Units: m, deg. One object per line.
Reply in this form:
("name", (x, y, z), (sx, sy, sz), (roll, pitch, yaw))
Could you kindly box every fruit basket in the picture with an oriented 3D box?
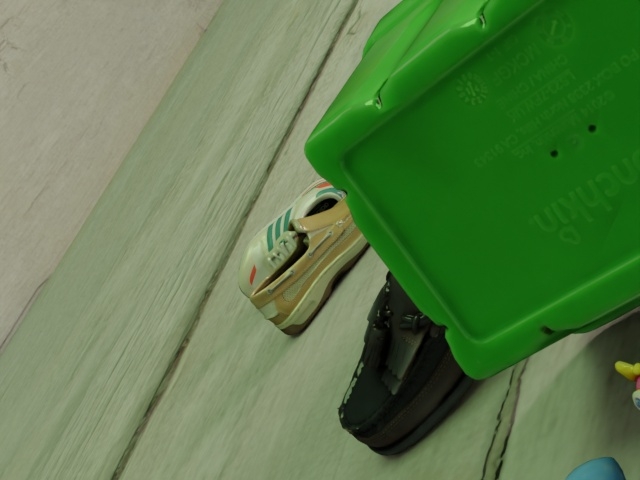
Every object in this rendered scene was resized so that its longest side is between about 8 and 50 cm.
("fruit basket", (0.203, -0.135, 0.805), (0.392, 0.283, 0.392), (-37, 1, 1))

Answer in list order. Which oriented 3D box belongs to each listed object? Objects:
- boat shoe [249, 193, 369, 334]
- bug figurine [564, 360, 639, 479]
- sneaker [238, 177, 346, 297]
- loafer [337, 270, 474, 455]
("boat shoe", (0.000, 0.000, 1.387), (0.190, 0.072, 0.068), (-55, 16, -17))
("bug figurine", (0.197, 0.092, 0.643), (0.279, 0.072, 0.216), (-25, 29, 57))
("sneaker", (-0.030, 0.000, 1.498), (0.161, 0.057, 0.075), (-47, 10, 3))
("loafer", (0.090, 0.013, 0.993), (0.302, 0.095, 0.109), (-56, 30, 12))
